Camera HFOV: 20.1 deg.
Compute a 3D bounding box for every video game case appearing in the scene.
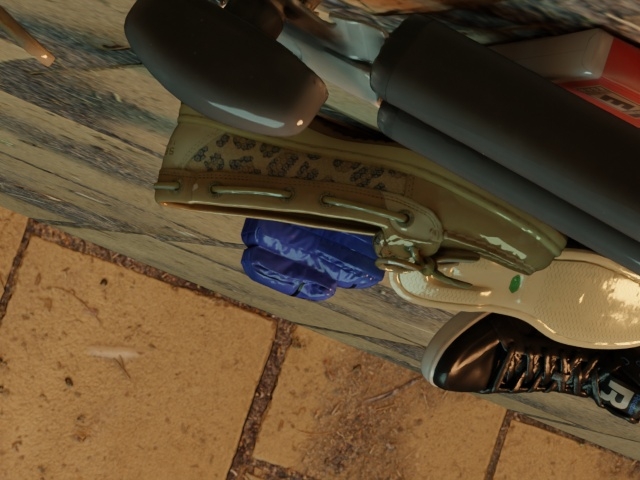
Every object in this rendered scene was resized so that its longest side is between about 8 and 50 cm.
[{"bbox_3d":[0.202,-0.035,0.930,0.285,0.025,0.204,22,173,-21],"label":"video game case"}]

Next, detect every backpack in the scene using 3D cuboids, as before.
[{"bbox_3d":[0.000,0.000,1.468,0.120,0.101,0.098,17,180,-11],"label":"backpack"}]

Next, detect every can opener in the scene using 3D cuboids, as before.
[{"bbox_3d":[0.043,-0.057,0.839,0.280,0.093,0.074,26,164,17],"label":"can opener"}]

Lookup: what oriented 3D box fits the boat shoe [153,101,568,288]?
[{"bbox_3d":[0.026,-0.023,1.233,0.285,0.089,0.104,19,173,17],"label":"boat shoe"}]

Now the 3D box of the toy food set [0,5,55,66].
[{"bbox_3d":[-0.189,-0.175,0.803,0.128,0.071,0.218,43,-176,30],"label":"toy food set"}]

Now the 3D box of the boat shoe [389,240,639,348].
[{"bbox_3d":[0.160,0.019,1.354,0.233,0.084,0.079,15,-148,-15],"label":"boat shoe"}]

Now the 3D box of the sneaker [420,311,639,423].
[{"bbox_3d":[0.192,0.096,1.398,0.217,0.079,0.121,-12,-138,-36],"label":"sneaker"}]
